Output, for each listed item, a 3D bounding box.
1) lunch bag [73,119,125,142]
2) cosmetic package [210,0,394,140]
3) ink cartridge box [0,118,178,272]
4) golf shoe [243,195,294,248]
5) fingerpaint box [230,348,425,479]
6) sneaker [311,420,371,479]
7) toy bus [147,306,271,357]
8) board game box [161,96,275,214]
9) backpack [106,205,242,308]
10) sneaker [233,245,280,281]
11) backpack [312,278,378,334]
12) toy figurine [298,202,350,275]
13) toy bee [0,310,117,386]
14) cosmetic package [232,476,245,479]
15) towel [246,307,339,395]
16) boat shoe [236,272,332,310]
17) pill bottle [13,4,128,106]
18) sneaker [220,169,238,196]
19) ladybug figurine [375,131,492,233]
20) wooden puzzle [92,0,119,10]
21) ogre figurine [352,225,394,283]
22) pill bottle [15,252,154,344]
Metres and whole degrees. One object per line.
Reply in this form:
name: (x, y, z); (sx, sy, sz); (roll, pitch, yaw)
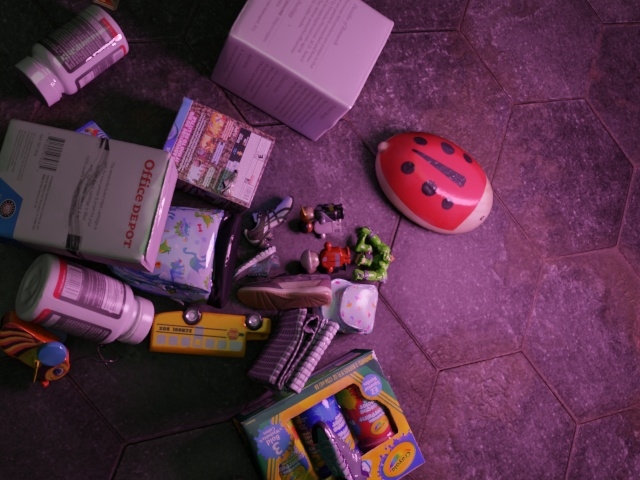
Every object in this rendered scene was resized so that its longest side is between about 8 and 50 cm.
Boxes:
lunch bag: (-0.650, -0.179, 1.825); (0.221, 0.138, 0.293); (44, 59, -5)
cosmetic package: (-0.066, -0.566, 1.958); (0.393, 0.329, 0.328); (29, 73, -13)
ink cartridge box: (-0.579, -0.102, 1.610); (0.394, 0.166, 0.286); (12, 77, -2)
golf shoe: (-0.155, -0.071, 1.987); (0.093, 0.077, 0.198); (38, 71, -10)
fingerpaint box: (0.025, 0.580, 1.902); (0.444, 0.163, 0.371); (-24, 90, -20)
sneaker: (0.057, 0.581, 1.798); (0.098, 0.083, 0.224); (-30, 96, -42)
toy bus: (-0.314, 0.262, 1.865); (0.332, 0.108, 0.130); (7, 80, -18)
board game box: (-0.316, -0.241, 1.923); (0.290, 0.141, 0.232); (23, 75, -14)
backpack: (-0.420, 0.022, 1.812); (0.355, 0.273, 0.291); (11, 82, 2)
sneaker: (-0.189, 0.085, 1.961); (0.166, 0.065, 0.076); (-33, 98, -18)
backpack: (0.076, 0.198, 1.989); (0.188, 0.144, 0.166); (12, 81, -16)
toy figurine: (0.000, 0.000, 1.962); (0.148, 0.213, 0.210); (-7, 80, -3)
toy bee: (-0.711, 0.309, 1.695); (0.298, 0.195, 0.162); (39, 103, -14)
cosmetic package: (-0.365, 0.838, 1.732); (0.452, 0.161, 0.230); (-18, 88, -20)
towel: (-0.092, 0.311, 1.841); (0.121, 0.283, 0.235); (36, 71, -9)
boat shoe: (-0.103, 0.143, 1.935); (0.284, 0.103, 0.093); (-3, 51, 12)
pill bottle: (-0.694, -0.513, 1.826); (0.283, 0.161, 0.161); (-45, 97, -19)
sneaker: (-0.256, -0.166, 1.839); (0.036, 0.032, 0.083); (22, 75, -15)
ladybug figurine: (0.385, -0.198, 2.143); (0.449, 0.162, 0.305); (27, 75, -13)
wooden puzzle: (-0.638, -0.732, 1.956); (0.078, 0.014, 0.117); (10, 79, -17)
ogre figurine: (0.165, 0.054, 2.067); (0.118, 0.097, 0.197); (26, 31, -19)
pill bottle: (-0.603, 0.167, 1.705); (0.318, 0.176, 0.177); (29, 72, -39)
